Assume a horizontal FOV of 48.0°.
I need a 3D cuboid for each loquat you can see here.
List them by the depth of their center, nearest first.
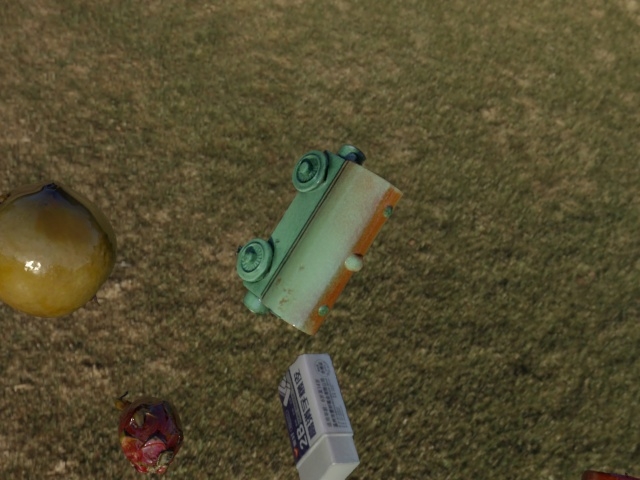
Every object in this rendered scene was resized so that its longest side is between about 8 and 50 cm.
[{"bbox_3d":[-0.288,0.010,0.760,0.163,0.163,0.137,32,74,12],"label":"loquat"}]

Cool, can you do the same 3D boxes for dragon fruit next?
[{"bbox_3d":[-0.342,0.351,1.376,0.125,0.125,0.246,-38,28,-22],"label":"dragon fruit"}]

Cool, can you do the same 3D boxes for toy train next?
[{"bbox_3d":[0.000,0.000,1.032,0.177,0.285,0.116,34,1,43],"label":"toy train"}]

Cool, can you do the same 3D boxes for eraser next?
[{"bbox_3d":[-0.007,0.315,1.236,0.068,0.124,0.210,8,44,-29],"label":"eraser"}]

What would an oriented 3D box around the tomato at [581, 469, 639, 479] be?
[{"bbox_3d":[0.459,0.387,1.021,0.174,0.166,0.082,8,71,24],"label":"tomato"}]
